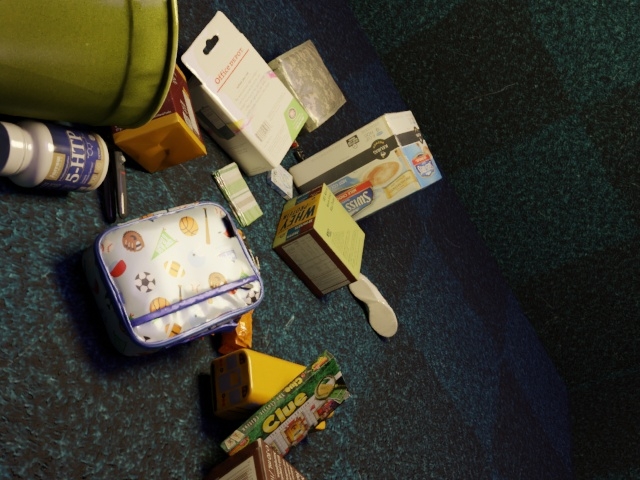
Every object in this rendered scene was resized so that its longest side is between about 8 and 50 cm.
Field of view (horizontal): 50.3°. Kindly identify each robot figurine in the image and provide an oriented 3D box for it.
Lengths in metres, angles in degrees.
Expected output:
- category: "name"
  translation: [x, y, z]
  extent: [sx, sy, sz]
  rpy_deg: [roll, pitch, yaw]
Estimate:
- category: "robot figurine"
  translation: [-0.216, 0.076, 1.402]
  extent: [0.211, 0.085, 0.291]
  rpy_deg: [33, 40, -46]

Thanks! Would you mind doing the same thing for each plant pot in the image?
- category: "plant pot"
  translation: [-0.466, -0.339, 1.034]
  extent: [0.353, 0.366, 0.367]
  rpy_deg: [-15, 79, -42]

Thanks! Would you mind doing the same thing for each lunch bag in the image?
- category: "lunch bag"
  translation: [-0.062, -0.456, 2.065]
  extent: [0.235, 0.168, 0.287]
  rpy_deg: [58, 22, -12]
- category: "lunch bag"
  translation: [-0.250, 0.068, 1.219]
  extent: [0.303, 0.115, 0.243]
  rpy_deg: [-19, 80, -40]

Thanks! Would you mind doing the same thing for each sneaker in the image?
- category: "sneaker"
  translation: [0.163, 0.183, 2.014]
  extent: [0.212, 0.080, 0.094]
  rpy_deg: [58, 15, -8]

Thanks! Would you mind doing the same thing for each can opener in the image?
- category: "can opener"
  translation: [-0.390, -0.122, 1.291]
  extent: [0.073, 0.059, 0.186]
  rpy_deg: [22, 48, -54]

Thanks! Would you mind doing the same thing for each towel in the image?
- category: "towel"
  translation: [-0.198, -0.115, 1.674]
  extent: [0.152, 0.023, 0.113]
  rpy_deg: [60, 27, -7]

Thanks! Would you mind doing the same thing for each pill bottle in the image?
- category: "pill bottle"
  translation: [-0.457, -0.140, 1.126]
  extent: [0.186, 0.112, 0.112]
  rpy_deg: [1, 66, -61]

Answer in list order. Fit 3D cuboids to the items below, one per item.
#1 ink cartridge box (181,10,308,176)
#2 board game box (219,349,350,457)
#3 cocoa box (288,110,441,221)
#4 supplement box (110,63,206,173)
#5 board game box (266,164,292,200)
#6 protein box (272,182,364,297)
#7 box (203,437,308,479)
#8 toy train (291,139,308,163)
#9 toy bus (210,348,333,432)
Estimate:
- category: "ink cartridge box"
  translation: [-0.211, -0.358, 1.691]
  extent: [0.353, 0.119, 0.207]
  rpy_deg: [48, 53, -29]
- category: "board game box"
  translation: [-0.059, 0.334, 1.279]
  extent: [0.030, 0.259, 0.136]
  rpy_deg: [31, -27, 45]
- category: "cocoa box"
  translation: [0.132, -0.192, 1.977]
  extent: [0.228, 0.347, 0.231]
  rpy_deg: [64, 27, 0]
- category: "supplement box"
  translation: [-0.336, -0.268, 1.361]
  extent: [0.191, 0.129, 0.194]
  rpy_deg: [60, 12, -76]
- category: "board game box"
  translation: [-0.112, -0.168, 1.880]
  extent: [0.090, 0.020, 0.090]
  rpy_deg: [41, 34, -37]
- category: "protein box"
  translation: [0.000, 0.000, 1.803]
  extent: [0.201, 0.136, 0.200]
  rpy_deg: [50, 30, -27]
- category: "box"
  translation: [-0.030, 0.546, 1.197]
  extent: [0.381, 0.143, 0.191]
  rpy_deg: [51, 6, -28]
- category: "toy train"
  translation: [-0.088, -0.299, 2.038]
  extent: [0.158, 0.027, 0.036]
  rpy_deg: [60, 37, -8]
- category: "toy bus"
  translation: [-0.083, 0.312, 1.377]
  extent: [0.332, 0.130, 0.108]
  rpy_deg: [29, 42, -49]
